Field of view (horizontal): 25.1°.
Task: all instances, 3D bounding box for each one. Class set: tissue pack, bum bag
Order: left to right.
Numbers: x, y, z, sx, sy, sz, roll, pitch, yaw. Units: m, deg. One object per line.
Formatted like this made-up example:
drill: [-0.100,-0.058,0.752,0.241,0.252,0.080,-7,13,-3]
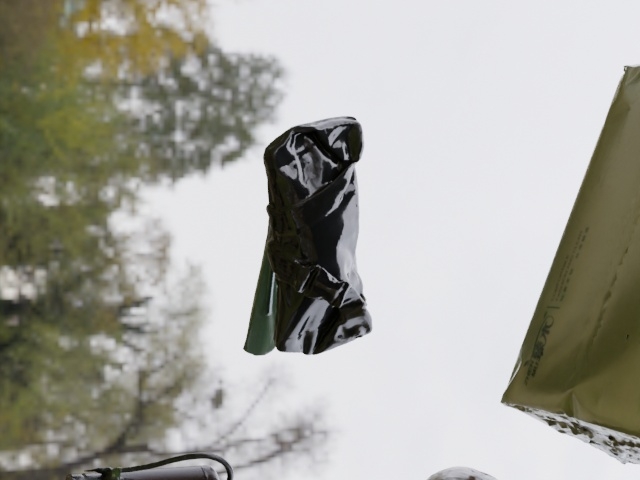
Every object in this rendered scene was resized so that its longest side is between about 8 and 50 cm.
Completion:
bum bag: [0.000,0.000,1.446,0.060,0.123,0.248,12,-63,49]
tissue pack: [0.362,0.032,1.341,0.297,0.207,0.380,4,-109,67]

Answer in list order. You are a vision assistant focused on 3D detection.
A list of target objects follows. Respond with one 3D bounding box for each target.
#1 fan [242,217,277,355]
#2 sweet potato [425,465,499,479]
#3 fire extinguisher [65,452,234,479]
fan: [-0.054,0.033,1.485,0.016,0.038,0.193,37,-53,49]
sweet potato: [0.128,0.261,1.285,0.336,0.131,0.131,47,33,-67]
fire extinguisher: [-0.134,0.209,1.213,0.045,0.157,0.078,-111,-150,-44]
